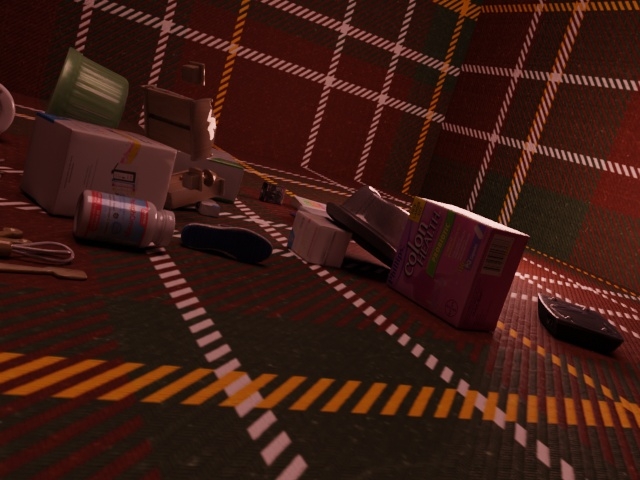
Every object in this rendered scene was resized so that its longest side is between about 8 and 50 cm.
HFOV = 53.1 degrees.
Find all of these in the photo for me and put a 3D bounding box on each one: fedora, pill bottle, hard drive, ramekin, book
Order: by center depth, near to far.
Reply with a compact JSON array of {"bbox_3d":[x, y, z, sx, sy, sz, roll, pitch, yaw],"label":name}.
[{"bbox_3d":[-0.344,-0.034,1.128,0.160,0.087,0.087,10,13,-30],"label":"pill bottle"},{"bbox_3d":[-0.565,-0.279,1.500,0.148,0.303,0.303,20,9,-26],"label":"ramekin"},{"bbox_3d":[0.611,0.196,1.537,0.172,0.054,0.255,18,11,7],"label":"hard drive"},{"bbox_3d":[0.139,-0.042,1.550,0.244,0.124,0.275,37,-2,35],"label":"fedora"},{"bbox_3d":[-0.965,-0.389,1.772,0.161,0.161,0.283,8,14,-41],"label":"pill bottle"},{"bbox_3d":[-0.018,-0.107,2.176,0.144,0.035,0.096,13,15,-28],"label":"book"}]

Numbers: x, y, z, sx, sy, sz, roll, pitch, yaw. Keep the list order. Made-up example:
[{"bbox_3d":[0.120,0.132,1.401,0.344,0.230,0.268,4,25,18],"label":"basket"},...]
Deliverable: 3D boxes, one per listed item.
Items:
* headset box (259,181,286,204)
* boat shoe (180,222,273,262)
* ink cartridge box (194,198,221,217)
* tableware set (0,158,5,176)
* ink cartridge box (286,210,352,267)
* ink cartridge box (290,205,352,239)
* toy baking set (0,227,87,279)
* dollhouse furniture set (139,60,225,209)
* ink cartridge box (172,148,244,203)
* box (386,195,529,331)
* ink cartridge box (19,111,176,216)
[{"bbox_3d":[-0.153,-0.154,2.104,0.083,0.062,0.032,10,13,-36],"label":"headset box"},{"bbox_3d":[-0.185,-0.005,1.286,0.183,0.066,0.066,15,9,-9],"label":"boat shoe"},{"bbox_3d":[-0.290,-0.086,1.636,0.048,0.028,0.083,12,12,-27],"label":"ink cartridge box"},{"bbox_3d":[-0.751,-0.167,1.300,0.194,0.039,0.128,14,11,-17],"label":"tableware set"},{"bbox_3d":[0.000,0.000,1.483,0.090,0.092,0.143,12,13,-31],"label":"ink cartridge box"},{"bbox_3d":[0.048,-0.055,1.959,0.223,0.045,0.224,11,12,-30],"label":"ink cartridge box"},{"bbox_3d":[-0.466,0.002,0.909,0.256,0.030,0.197,21,11,22],"label":"toy baking set"},{"bbox_3d":[-0.342,-0.278,1.562,0.303,0.355,0.174,23,29,34],"label":"dollhouse furniture set"},{"bbox_3d":[-0.365,-0.216,1.939,0.201,0.117,0.278,13,12,-21],"label":"ink cartridge box"},{"bbox_3d":[0.283,0.045,1.364,0.117,0.213,0.243,10,13,-34],"label":"box"},{"bbox_3d":[-0.447,-0.143,1.300,0.171,0.168,0.233,25,13,41],"label":"ink cartridge box"}]
